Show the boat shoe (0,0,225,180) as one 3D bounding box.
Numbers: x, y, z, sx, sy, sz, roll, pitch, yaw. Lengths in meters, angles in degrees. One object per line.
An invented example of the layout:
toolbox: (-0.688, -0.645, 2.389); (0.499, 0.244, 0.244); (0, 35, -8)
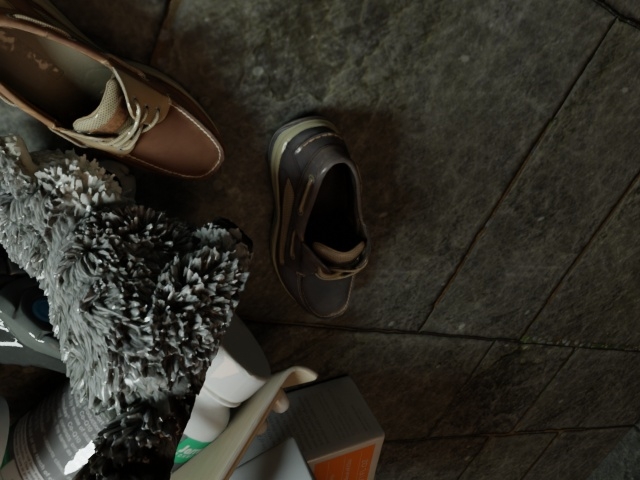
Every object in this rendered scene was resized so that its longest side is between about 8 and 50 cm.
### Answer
boat shoe: (-0.233, -0.142, 0.641); (0.324, 0.116, 0.123); (27, 108, -40)

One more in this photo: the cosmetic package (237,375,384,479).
cosmetic package: (-0.125, 0.436, 1.118); (0.452, 0.161, 0.230); (-11, 128, -21)

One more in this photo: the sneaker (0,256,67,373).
sneaker: (-0.397, 0.089, 0.720); (0.340, 0.125, 0.140); (29, 119, -22)

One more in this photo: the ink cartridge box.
ink cartridge box: (-0.018, 0.505, 0.964); (0.129, 0.223, 0.308); (-27, 131, -9)

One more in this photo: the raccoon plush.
raccoon plush: (-0.245, 0.064, 0.580); (0.299, 0.446, 0.216); (24, 118, -12)

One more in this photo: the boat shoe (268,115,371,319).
boat shoe: (0.000, 0.000, 0.872); (0.132, 0.130, 0.356); (-21, 132, -14)

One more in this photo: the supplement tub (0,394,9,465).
supplement tub: (-0.554, 0.226, 0.650); (0.331, 0.241, 0.241); (32, 105, -39)

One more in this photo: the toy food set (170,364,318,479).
toy food set: (-0.143, 0.329, 0.908); (0.219, 0.306, 0.092); (-26, 110, 44)

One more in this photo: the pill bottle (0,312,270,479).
pill bottle: (-0.262, 0.244, 0.862); (0.361, 0.204, 0.204); (-40, 133, 4)
